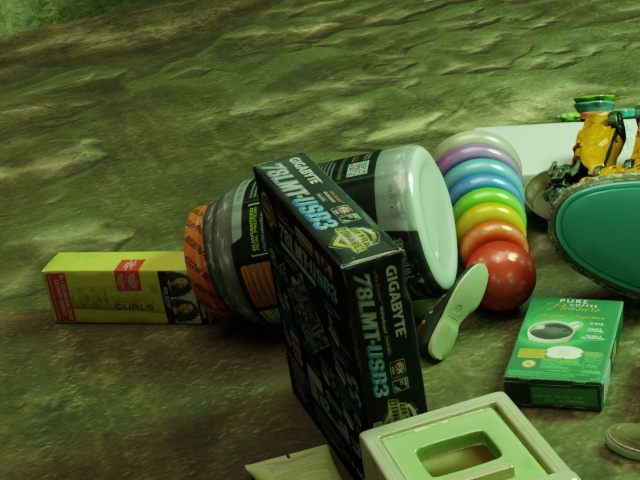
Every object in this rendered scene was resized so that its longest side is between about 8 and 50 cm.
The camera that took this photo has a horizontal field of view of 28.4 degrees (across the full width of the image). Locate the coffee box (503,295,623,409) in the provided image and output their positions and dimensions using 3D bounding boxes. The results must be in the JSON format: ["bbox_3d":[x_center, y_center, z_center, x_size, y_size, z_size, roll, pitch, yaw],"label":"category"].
[{"bbox_3d":[0.282,0.126,1.450,0.113,0.040,0.184,1,27,19],"label":"coffee box"}]

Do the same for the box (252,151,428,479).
[{"bbox_3d":[0.022,0.091,1.313,0.073,0.293,0.295,-15,26,-15],"label":"box"}]

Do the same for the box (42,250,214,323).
[{"bbox_3d":[-0.253,0.063,1.704,0.232,0.087,0.058,1,27,17],"label":"box"}]

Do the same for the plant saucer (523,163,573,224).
[{"bbox_3d":[0.373,-0.056,1.795,0.168,0.029,0.168,-5,33,3],"label":"plant saucer"}]

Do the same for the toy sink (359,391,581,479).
[{"bbox_3d":[0.146,0.254,1.121,0.152,0.131,0.234,-14,26,-10],"label":"toy sink"}]

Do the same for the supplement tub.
[{"bbox_3d":[0.000,0.000,1.597,0.316,0.194,0.193,-10,24,20],"label":"supplement tub"}]

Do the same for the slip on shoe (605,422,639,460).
[{"bbox_3d":[0.353,0.199,1.272,0.135,0.041,0.051,11,32,36],"label":"slip on shoe"}]

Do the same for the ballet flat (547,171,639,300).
[{"bbox_3d":[0.524,0.007,1.529,0.482,0.164,0.182,6,7,17],"label":"ballet flat"}]

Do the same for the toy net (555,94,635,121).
[{"bbox_3d":[0.500,-0.218,2.029,0.232,0.045,0.122,-1,1,41],"label":"toy net"}]

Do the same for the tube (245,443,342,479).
[{"bbox_3d":[-0.001,0.264,1.244,0.070,0.062,0.240,30,6,-24],"label":"tube"}]

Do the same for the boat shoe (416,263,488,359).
[{"bbox_3d":[0.156,0.081,1.524,0.042,0.049,0.133,16,68,50],"label":"boat shoe"}]

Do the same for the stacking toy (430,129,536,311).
[{"bbox_3d":[0.218,-0.016,1.686,0.141,0.141,0.330,-7,31,5],"label":"stacking toy"}]

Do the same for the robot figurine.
[{"bbox_3d":[0.422,-0.104,1.731,0.211,0.085,0.291,-12,28,29],"label":"robot figurine"}]

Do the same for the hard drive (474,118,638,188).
[{"bbox_3d":[0.386,-0.133,1.958,0.307,0.040,0.203,-3,26,13],"label":"hard drive"}]
